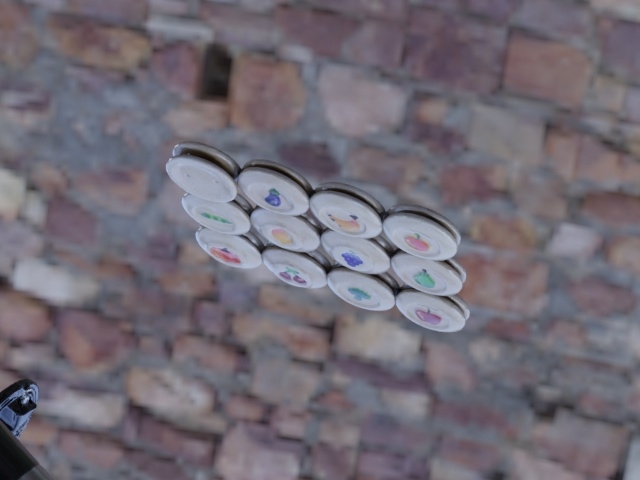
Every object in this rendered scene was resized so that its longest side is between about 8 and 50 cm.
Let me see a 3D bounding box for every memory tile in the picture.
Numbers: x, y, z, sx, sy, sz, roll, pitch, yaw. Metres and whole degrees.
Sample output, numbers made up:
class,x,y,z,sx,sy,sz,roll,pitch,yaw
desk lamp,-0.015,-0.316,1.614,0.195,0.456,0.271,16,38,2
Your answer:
class,x,y,z,sx,sy,sz,roll,pitch,yaw
memory tile,0.000,0.000,0.948,0.148,0.113,0.012,17,-116,15

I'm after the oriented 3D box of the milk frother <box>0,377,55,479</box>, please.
class,x,y,z,sx,sy,sz,roll,pitch,yaw
milk frother,-0.179,0.161,1.196,0.135,0.129,0.143,48,-128,3
